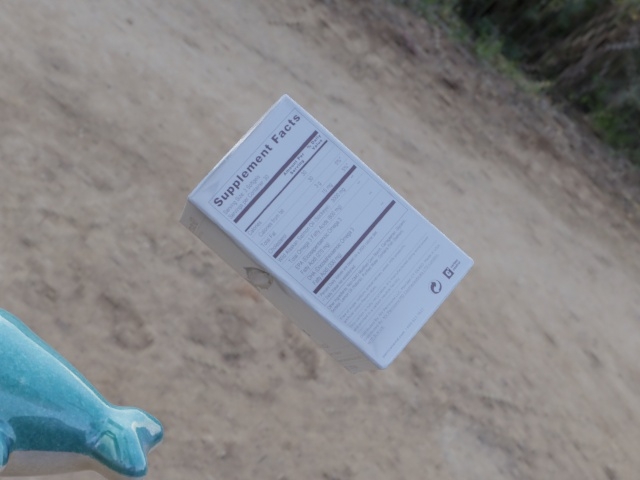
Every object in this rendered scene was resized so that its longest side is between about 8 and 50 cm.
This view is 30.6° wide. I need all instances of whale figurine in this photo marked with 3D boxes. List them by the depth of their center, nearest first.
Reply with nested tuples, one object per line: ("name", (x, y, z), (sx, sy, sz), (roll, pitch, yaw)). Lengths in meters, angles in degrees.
("whale figurine", (-0.282, 0.146, 1.114), (0.272, 0.141, 0.216), (15, 17, 2))

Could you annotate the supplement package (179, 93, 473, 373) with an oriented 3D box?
("supplement package", (0.000, 0.000, 0.844), (0.179, 0.105, 0.105), (42, -12, -2))
